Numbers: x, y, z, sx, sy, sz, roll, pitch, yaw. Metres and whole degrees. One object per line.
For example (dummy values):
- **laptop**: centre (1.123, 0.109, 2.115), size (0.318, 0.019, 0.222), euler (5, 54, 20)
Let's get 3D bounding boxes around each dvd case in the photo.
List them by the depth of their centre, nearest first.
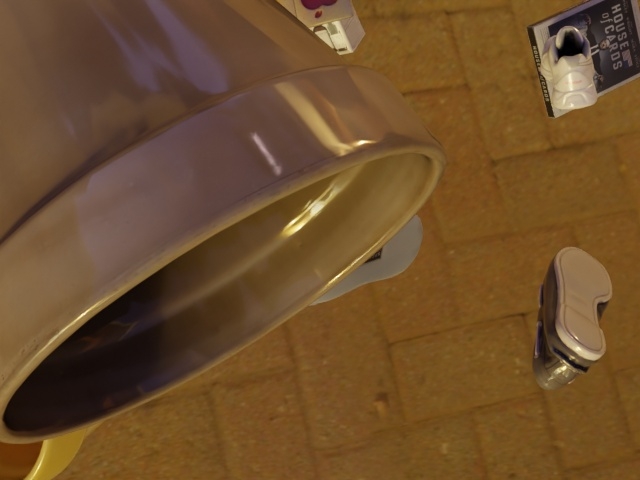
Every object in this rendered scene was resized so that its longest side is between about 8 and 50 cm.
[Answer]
- **dvd case**: centre (0.502, -0.354, 1.878), size (0.238, 0.029, 0.179), euler (-26, 112, -17)

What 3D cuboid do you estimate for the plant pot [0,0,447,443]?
- **plant pot**: centre (-0.126, -0.073, 0.657), size (0.323, 0.323, 0.280), euler (-27, 77, -22)

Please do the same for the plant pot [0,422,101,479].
- **plant pot**: centre (-0.384, 0.189, 1.339), size (0.254, 0.254, 0.239), euler (62, 24, 4)

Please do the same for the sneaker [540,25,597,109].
- **sneaker**: centre (0.421, -0.314, 1.703), size (0.090, 0.232, 0.115), euler (-7, 121, 6)

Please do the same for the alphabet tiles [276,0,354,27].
- **alphabet tiles**: centre (-0.079, -0.370, 1.002), size (0.285, 0.011, 0.343), euler (-10, 94, 20)

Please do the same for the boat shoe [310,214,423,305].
- **boat shoe**: centre (0.001, -0.004, 1.179), size (0.306, 0.105, 0.113), euler (-15, 120, -52)

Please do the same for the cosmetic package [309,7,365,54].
- **cosmetic package**: centre (-0.061, -0.318, 1.529), size (0.099, 0.239, 0.060), euler (63, 39, -30)

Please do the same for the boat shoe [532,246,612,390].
- **boat shoe**: centre (0.370, 0.110, 1.530), size (0.112, 0.095, 0.335), euler (36, 28, 0)
